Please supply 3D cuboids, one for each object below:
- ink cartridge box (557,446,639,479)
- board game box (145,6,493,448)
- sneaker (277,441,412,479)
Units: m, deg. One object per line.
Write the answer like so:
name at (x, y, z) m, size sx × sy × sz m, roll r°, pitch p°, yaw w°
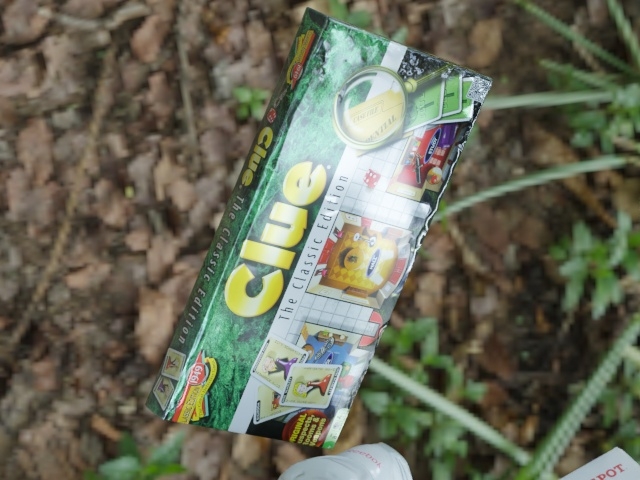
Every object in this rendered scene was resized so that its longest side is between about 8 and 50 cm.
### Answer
ink cartridge box at (0.309, 0.370, 1.674) m, size 0.171 × 0.233 × 0.168 m, roll -22°, pitch 139°, yaw -28°
board game box at (0.000, 0.000, 0.990) m, size 0.136 × 0.030 × 0.260 m, roll 15°, pitch 103°, yaw -34°
sneaker at (0.017, 0.232, 1.024) m, size 0.115 × 0.090 × 0.232 m, roll -18°, pitch 129°, yaw -53°
